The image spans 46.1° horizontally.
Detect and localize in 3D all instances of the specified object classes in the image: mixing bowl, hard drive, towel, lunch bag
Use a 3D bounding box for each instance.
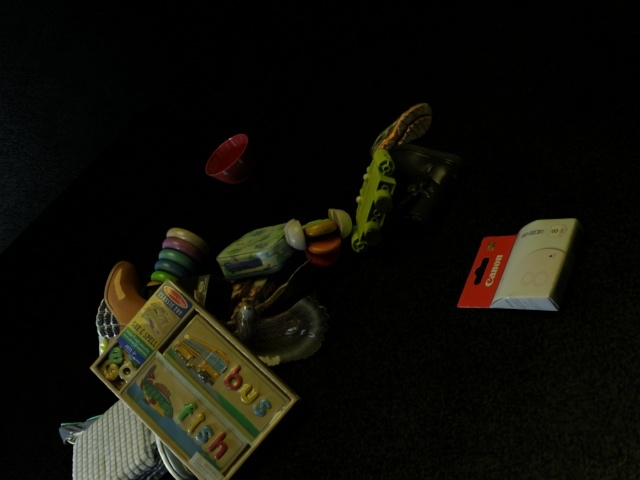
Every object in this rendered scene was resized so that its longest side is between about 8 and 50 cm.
[{"bbox_3d":[-0.281,-0.255,2.503,0.182,0.098,0.181,-29,35,23],"label":"mixing bowl"},{"bbox_3d":[-0.061,0.172,1.855,0.135,0.022,0.094,-25,37,26],"label":"hard drive"},{"bbox_3d":[-0.472,0.517,1.825,0.235,0.121,0.283,-40,31,3],"label":"towel"},{"bbox_3d":[-0.159,0.032,2.012,0.219,0.090,0.176,-12,19,36],"label":"lunch bag"}]

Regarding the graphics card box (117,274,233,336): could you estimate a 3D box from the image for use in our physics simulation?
[{"bbox_3d":[-0.397,0.228,1.990,0.371,0.094,0.232,-13,62,41],"label":"graphics card box"}]

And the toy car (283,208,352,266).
[{"bbox_3d":[0.000,0.000,1.884,0.159,0.136,0.182,-16,6,-8],"label":"toy car"}]

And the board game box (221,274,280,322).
[{"bbox_3d":[-0.240,0.168,2.014,0.243,0.042,0.165,-9,39,42],"label":"board game box"}]

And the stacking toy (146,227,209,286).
[{"bbox_3d":[-0.463,0.131,2.245,0.141,0.141,0.330,0,57,47],"label":"stacking toy"}]

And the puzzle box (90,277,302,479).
[{"bbox_3d":[-0.275,0.313,1.652,0.409,0.052,0.272,40,88,15],"label":"puzzle box"}]

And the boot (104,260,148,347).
[{"bbox_3d":[-0.457,0.177,1.921,0.220,0.109,0.283,-15,64,41],"label":"boot"}]

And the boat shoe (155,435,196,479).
[{"bbox_3d":[-0.310,0.388,1.727,0.099,0.116,0.319,-25,61,24],"label":"boat shoe"}]

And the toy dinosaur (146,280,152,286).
[{"bbox_3d":[-0.584,0.179,2.377,0.118,0.064,0.268,4,53,35],"label":"toy dinosaur"}]

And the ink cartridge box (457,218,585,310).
[{"bbox_3d":[0.385,0.047,1.491,0.232,0.066,0.189,1,53,42],"label":"ink cartridge box"}]

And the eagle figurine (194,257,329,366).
[{"bbox_3d":[-0.134,0.185,1.775,0.299,0.226,0.225,-14,-3,-7],"label":"eagle figurine"}]

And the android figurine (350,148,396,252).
[{"bbox_3d":[0.128,-0.099,1.825,0.272,0.056,0.248,-93,18,-63],"label":"android figurine"}]

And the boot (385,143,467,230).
[{"bbox_3d":[0.212,-0.129,1.834,0.247,0.094,0.207,18,62,47],"label":"boot"}]

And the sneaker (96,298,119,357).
[{"bbox_3d":[-0.598,0.259,2.174,0.110,0.107,0.275,-141,59,-68],"label":"sneaker"}]

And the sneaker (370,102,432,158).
[{"bbox_3d":[0.212,-0.293,2.035,0.215,0.084,0.083,-44,28,1],"label":"sneaker"}]

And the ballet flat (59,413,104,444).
[{"bbox_3d":[-0.627,0.518,2.042,0.203,0.074,0.074,-17,41,26],"label":"ballet flat"}]
